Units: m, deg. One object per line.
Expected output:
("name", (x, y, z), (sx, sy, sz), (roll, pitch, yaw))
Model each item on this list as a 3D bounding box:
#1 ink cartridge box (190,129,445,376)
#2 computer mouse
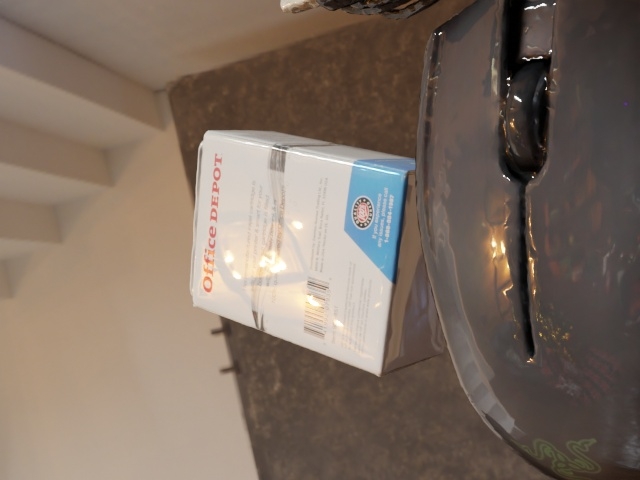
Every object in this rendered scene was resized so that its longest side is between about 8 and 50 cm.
("ink cartridge box", (0.000, 0.000, 1.112), (0.307, 0.223, 0.129), (16, 16, 39))
("computer mouse", (0.080, -0.010, 0.347), (0.188, 0.272, 0.072), (-4, 19, 44))
